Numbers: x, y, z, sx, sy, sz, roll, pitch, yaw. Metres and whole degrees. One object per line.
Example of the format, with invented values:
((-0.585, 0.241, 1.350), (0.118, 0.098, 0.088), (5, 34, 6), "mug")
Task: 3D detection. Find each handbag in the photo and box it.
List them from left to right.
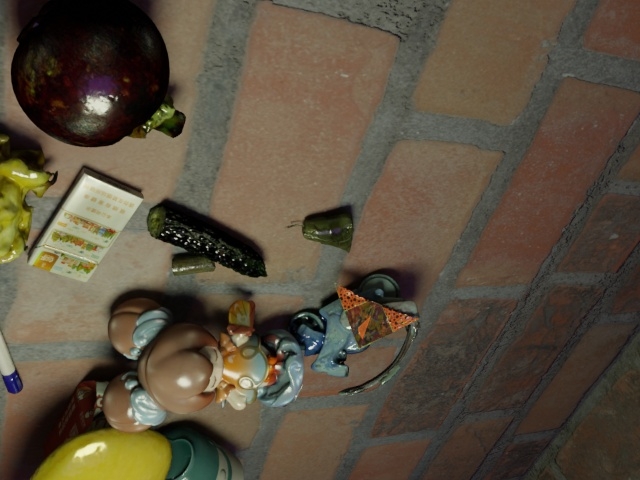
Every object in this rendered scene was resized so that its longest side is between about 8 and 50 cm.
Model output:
((-0.511, 0.439, 1.397), (0.171, 0.151, 0.298), (22, 109, -40), "handbag")

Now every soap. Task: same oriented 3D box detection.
((-0.509, 0.570, 1.309), (0.306, 0.115, 0.427), (22, 107, -38), "soap")

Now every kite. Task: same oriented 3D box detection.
((0.112, 0.198, 1.393), (0.222, 0.008, 0.125), (22, 81, -3), "kite")

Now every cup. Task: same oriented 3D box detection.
((-0.377, 0.630, 1.582), (0.289, 0.219, 0.258), (-10, 138, 24), "cup")

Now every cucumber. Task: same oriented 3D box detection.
((-0.221, 0.012, 1.237), (0.300, 0.072, 0.072), (28, 111, -39), "cucumber")

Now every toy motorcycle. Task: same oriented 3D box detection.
((0.092, 0.233, 1.459), (0.319, 0.241, 0.182), (-28, 140, -1), "toy motorcycle")

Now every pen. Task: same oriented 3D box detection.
((-0.658, 0.218, 1.211), (0.033, 0.033, 0.269), (-11, 131, -18), "pen")

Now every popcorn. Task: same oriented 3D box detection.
((-0.528, -0.065, 0.955), (0.173, 0.168, 0.195), (36, 101, -20), "popcorn")

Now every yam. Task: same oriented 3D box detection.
((-0.271, 0.051, 1.262), (0.094, 0.043, 0.043), (-7, 129, -19), "yam")

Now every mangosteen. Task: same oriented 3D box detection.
((-0.306, -0.232, 0.891), (0.231, 0.231, 0.289), (-44, 137, 12), "mangosteen")

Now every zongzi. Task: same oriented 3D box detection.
((0.000, 0.000, 1.351), (0.154, 0.062, 0.131), (-11, 143, -10), "zongzi")

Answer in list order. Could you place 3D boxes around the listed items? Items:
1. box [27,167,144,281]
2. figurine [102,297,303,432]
((-0.445, -0.024, 1.120), (0.122, 0.032, 0.220), (25, 113, -39), "box")
((-0.255, 0.268, 1.301), (0.248, 0.277, 0.387), (-11, 165, 41), "figurine")
